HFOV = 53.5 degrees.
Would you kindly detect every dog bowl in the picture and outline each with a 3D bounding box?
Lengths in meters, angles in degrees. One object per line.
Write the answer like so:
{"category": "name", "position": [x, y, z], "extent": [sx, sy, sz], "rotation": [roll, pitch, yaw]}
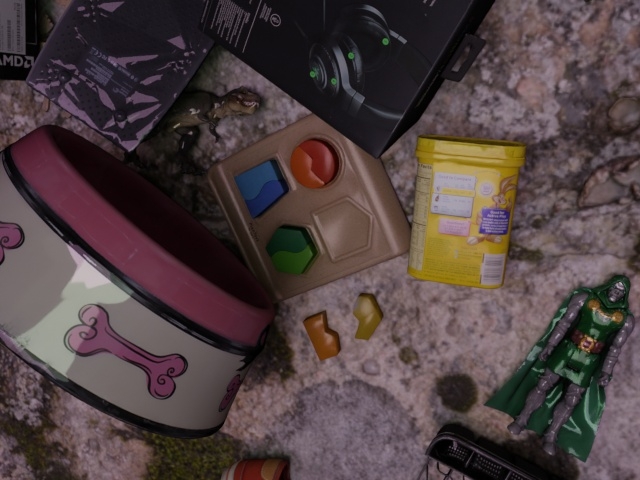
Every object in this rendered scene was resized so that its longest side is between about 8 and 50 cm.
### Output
{"category": "dog bowl", "position": [-0.223, 0.030, 0.741], "extent": [0.408, 0.408, 0.150], "rotation": [41, 91, 5]}

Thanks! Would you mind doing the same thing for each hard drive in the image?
{"category": "hard drive", "position": [-0.226, -0.254, 0.795], "extent": [0.172, 0.054, 0.255], "rotation": [34, 90, -3]}

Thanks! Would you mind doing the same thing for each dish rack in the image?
{"category": "dish rack", "position": [0.198, 0.391, 0.845], "extent": [0.208, 0.074, 0.272], "rotation": [27, 109, 11]}

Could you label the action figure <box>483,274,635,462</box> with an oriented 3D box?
{"category": "action figure", "position": [0.308, 0.143, 0.766], "extent": [0.137, 0.063, 0.232], "rotation": [26, 105, 14]}

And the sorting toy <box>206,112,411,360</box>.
{"category": "sorting toy", "position": [0.000, 0.000, 0.837], "extent": [0.228, 0.041, 0.308], "rotation": [-23, 94, 21]}

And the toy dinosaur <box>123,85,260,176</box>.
{"category": "toy dinosaur", "position": [-0.206, -0.152, 0.852], "extent": [0.267, 0.064, 0.118], "rotation": [4, 85, 10]}

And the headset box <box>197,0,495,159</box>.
{"category": "headset box", "position": [0.043, -0.266, 0.676], "extent": [0.283, 0.131, 0.246], "rotation": [37, 133, 8]}

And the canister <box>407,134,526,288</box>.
{"category": "canister", "position": [0.170, -0.035, 0.760], "extent": [0.126, 0.073, 0.170], "rotation": [8, 105, 15]}

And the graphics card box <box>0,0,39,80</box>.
{"category": "graphics card box", "position": [-0.496, -0.411, 0.859], "extent": [0.232, 0.094, 0.371], "rotation": [12, 106, 25]}

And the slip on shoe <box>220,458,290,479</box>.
{"category": "slip on shoe", "position": [-0.039, 0.469, 0.917], "extent": [0.101, 0.123, 0.332], "rotation": [-21, 90, 16]}

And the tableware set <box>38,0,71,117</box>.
{"category": "tableware set", "position": [-0.348, -0.267, 0.872], "extent": [0.194, 0.039, 0.128], "rotation": [-35, 90, 31]}
